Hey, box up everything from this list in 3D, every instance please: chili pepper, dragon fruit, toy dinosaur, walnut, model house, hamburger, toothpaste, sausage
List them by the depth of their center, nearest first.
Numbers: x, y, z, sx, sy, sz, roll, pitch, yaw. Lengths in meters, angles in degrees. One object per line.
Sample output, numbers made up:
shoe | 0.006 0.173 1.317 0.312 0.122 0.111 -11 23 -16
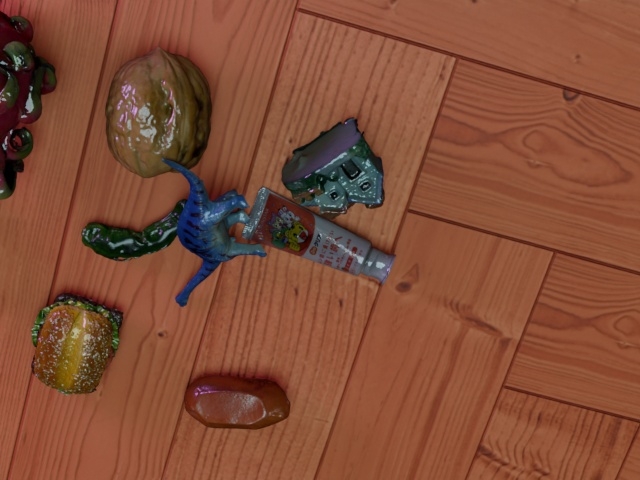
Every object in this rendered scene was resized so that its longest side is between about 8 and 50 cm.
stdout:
dragon fruit | -0.487 -0.213 1.575 0.218 0.198 0.273 -7 138 -29
walnut | -0.232 -0.185 1.605 0.155 0.155 0.184 5 108 -4
model house | 0.040 -0.083 1.674 0.148 0.119 0.149 -36 115 11
toy dinosaur | -0.159 -0.023 1.683 0.144 0.076 0.329 -16 142 -16
chili pepper | -0.275 -0.011 1.719 0.182 0.050 0.073 -16 104 2
toothpaste | 0.000 0.000 1.735 0.234 0.057 0.089 23 108 1
hamburger | -0.391 0.169 1.761 0.137 0.087 0.166 20 109 -9
sausage | -0.138 0.261 1.807 0.179 0.089 0.089 -1 111 9
